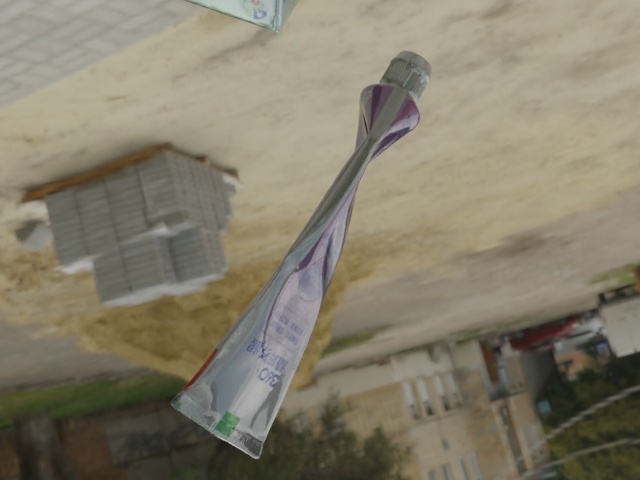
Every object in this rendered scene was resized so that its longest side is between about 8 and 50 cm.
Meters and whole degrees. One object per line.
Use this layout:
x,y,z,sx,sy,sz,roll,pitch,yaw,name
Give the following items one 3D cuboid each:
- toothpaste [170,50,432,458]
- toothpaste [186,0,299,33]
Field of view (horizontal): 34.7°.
0.000,0.000,0.708,0.048,0.301,0.075,21,166,29,toothpaste
-0.166,-0.242,0.718,0.336,0.081,0.067,20,144,8,toothpaste
